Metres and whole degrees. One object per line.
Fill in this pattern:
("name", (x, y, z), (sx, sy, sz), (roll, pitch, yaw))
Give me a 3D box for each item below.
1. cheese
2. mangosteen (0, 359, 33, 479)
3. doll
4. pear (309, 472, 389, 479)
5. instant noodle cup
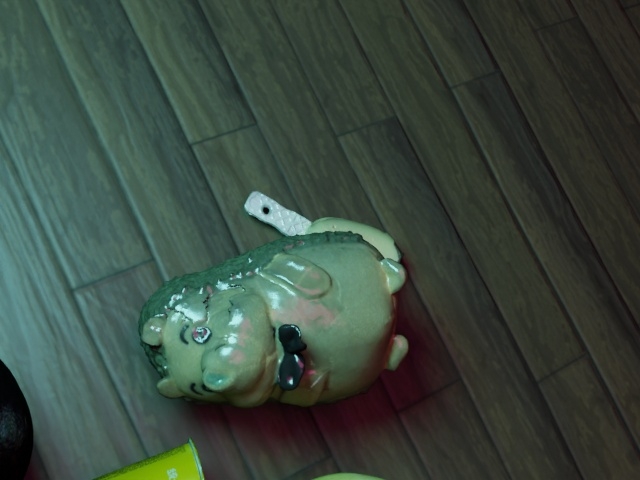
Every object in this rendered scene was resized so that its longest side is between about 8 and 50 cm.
("cheese", (0.000, 0.000, 1.294), (0.251, 0.054, 0.127), (31, 64, -8))
("mangosteen", (-0.436, 0.255, 0.915), (0.275, 0.275, 0.302), (-19, 72, -26))
("doll", (-0.060, 0.112, 1.131), (0.349, 0.247, 0.247), (-5, 73, -13))
("pear", (0.037, 0.432, 1.030), (0.309, 0.309, 0.309), (7, 69, -19))
("instant noodle cup", (-0.206, 0.344, 1.034), (0.144, 0.182, 0.182), (-12, 76, -15))
